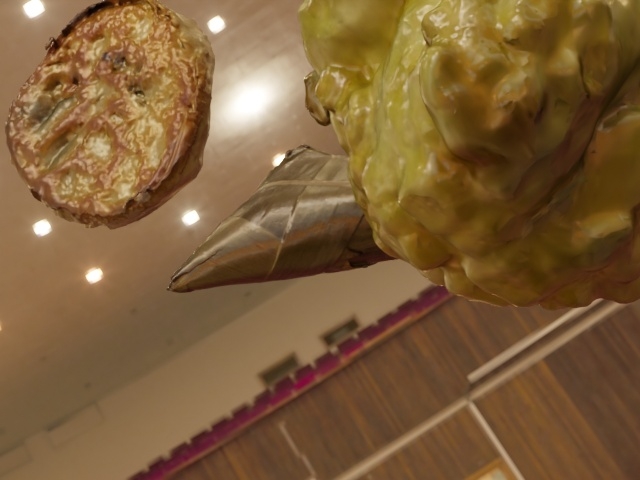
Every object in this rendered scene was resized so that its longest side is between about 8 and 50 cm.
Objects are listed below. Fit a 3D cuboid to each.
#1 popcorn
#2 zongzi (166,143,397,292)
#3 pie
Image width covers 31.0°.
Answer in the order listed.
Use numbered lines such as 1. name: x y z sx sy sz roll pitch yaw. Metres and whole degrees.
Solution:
1. popcorn: 0.123 -0.095 0.704 0.293 0.237 0.292 -8 -56 -13
2. zongzi: 0.000 0.000 0.847 0.176 0.160 0.078 -41 -52 -41
3. pie: -0.267 -0.162 1.484 0.315 0.315 0.092 -36 -23 8
